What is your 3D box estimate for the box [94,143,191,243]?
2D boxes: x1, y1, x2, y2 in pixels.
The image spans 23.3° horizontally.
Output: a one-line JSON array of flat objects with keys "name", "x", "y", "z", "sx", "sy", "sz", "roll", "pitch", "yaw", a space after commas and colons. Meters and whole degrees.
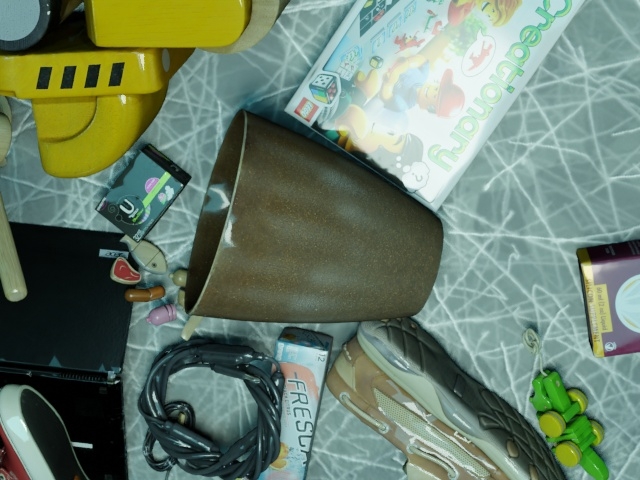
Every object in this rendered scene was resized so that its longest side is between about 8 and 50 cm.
[{"name": "box", "x": -0.189, "y": -0.051, "z": 1.662, "sx": 0.062, "sy": 0.052, "sz": 0.083, "roll": 38, "pitch": 104, "yaw": -3}]

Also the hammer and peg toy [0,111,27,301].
[{"name": "hammer and peg toy", "x": -0.431, "y": 0.042, "z": 1.574, "sx": 0.127, "sy": 0.266, "sz": 0.361, "roll": 16, "pitch": 120, "yaw": -36}]

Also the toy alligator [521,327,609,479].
[{"name": "toy alligator", "x": 0.249, "y": 0.180, "z": 1.667, "sx": 0.051, "sy": 0.056, "sz": 0.189, "roll": -20, "pitch": 101, "yaw": 50}]

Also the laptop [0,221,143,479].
[{"name": "laptop", "x": -0.320, "y": 0.127, "z": 1.731, "sx": 0.234, "sy": 0.136, "sz": 0.264, "roll": 6, "pitch": 127, "yaw": 5}]

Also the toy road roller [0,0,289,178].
[{"name": "toy road roller", "x": -0.185, "y": -0.195, "z": 1.564, "sx": 0.330, "sy": 0.202, "sz": 0.240, "roll": -1, "pitch": 114, "yaw": 11}]

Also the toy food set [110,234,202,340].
[{"name": "toy food set", "x": -0.176, "y": 0.050, "z": 1.674, "sx": 0.122, "sy": 0.019, "sz": 0.078, "roll": 36, "pitch": 67, "yaw": -10}]

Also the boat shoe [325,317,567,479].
[{"name": "boat shoe", "x": 0.141, "y": 0.216, "z": 1.657, "sx": 0.324, "sy": 0.123, "sz": 0.116, "roll": 44, "pitch": 110, "yaw": 2}]

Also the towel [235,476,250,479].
[{"name": "towel", "x": -0.076, "y": 0.309, "z": 1.744, "sx": 0.083, "sy": 0.009, "sz": 0.060, "roll": 39, "pitch": 102, "yaw": -3}]

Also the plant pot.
[{"name": "plant pot", "x": 0.000, "y": 0.000, "z": 1.591, "sx": 0.230, "sy": 0.215, "sz": 0.215, "roll": 15, "pitch": 103, "yaw": -12}]

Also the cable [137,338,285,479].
[{"name": "cable", "x": -0.117, "y": 0.183, "z": 1.674, "sx": 0.184, "sy": 0.047, "sz": 0.150, "roll": 0, "pitch": 99, "yaw": 29}]

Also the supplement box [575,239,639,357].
[{"name": "supplement box", "x": 0.367, "y": 0.052, "z": 1.610, "sx": 0.188, "sy": 0.081, "sz": 0.104, "roll": -9, "pitch": 100, "yaw": 7}]

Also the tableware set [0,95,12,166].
[{"name": "tableware set", "x": -0.428, "y": -0.134, "z": 1.678, "sx": 0.194, "sy": 0.039, "sz": 0.128, "roll": 6, "pitch": 91, "yaw": -1}]

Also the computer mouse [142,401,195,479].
[{"name": "computer mouse", "x": -0.174, "y": 0.298, "z": 1.737, "sx": 0.071, "sy": 0.041, "sz": 0.242, "roll": 6, "pitch": 101, "yaw": 5}]

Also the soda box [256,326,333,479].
[{"name": "soda box", "x": -0.032, "y": 0.190, "z": 1.688, "sx": 0.058, "sy": 0.063, "sz": 0.183, "roll": 11, "pitch": 102, "yaw": 5}]

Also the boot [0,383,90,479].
[{"name": "boot", "x": -0.352, "y": 0.263, "z": 1.691, "sx": 0.176, "sy": 0.088, "sz": 0.244, "roll": -10, "pitch": 128, "yaw": 10}]

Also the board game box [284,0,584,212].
[{"name": "board game box", "x": 0.126, "y": -0.207, "z": 1.597, "sx": 0.193, "sy": 0.053, "sz": 0.305, "roll": 33, "pitch": 103, "yaw": -2}]
